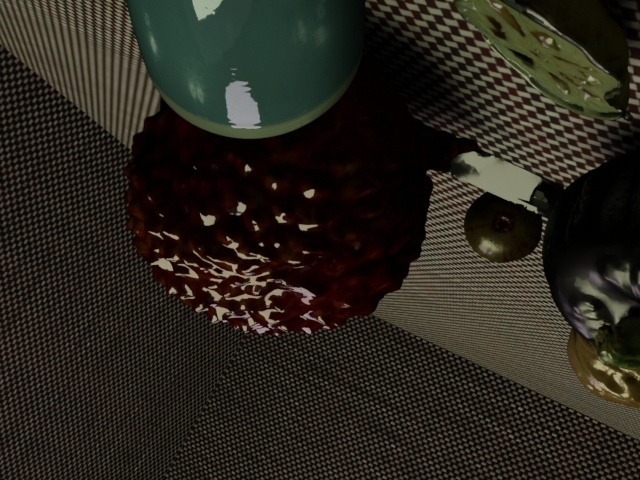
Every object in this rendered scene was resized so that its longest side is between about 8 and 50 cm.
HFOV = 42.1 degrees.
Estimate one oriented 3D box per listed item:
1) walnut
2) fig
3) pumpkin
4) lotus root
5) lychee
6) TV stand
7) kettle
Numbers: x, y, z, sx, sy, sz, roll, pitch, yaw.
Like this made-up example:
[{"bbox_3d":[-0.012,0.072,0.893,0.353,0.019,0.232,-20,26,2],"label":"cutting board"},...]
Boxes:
[{"bbox_3d":[0.539,0.182,1.420,0.228,0.228,0.228,29,170,5],"label":"walnut"},{"bbox_3d":[0.293,-0.025,1.383,0.124,0.124,0.236,29,-178,2],"label":"fig"},{"bbox_3d":[0.394,0.054,0.941,0.296,0.295,0.296,29,170,5],"label":"pumpkin"},{"bbox_3d":[0.224,-0.199,0.779,0.204,0.078,0.183,38,-177,-8],"label":"lotus root"},{"bbox_3d":[-0.026,-0.082,1.163,0.424,0.500,0.424,160,90,-89],"label":"lychee"},{"bbox_3d":[0.241,-0.110,1.270,0.257,0.040,0.049,27,170,16],"label":"TV stand"},{"bbox_3d":[-0.098,-0.309,0.788,0.319,0.247,0.342,54,169,18],"label":"kettle"}]
